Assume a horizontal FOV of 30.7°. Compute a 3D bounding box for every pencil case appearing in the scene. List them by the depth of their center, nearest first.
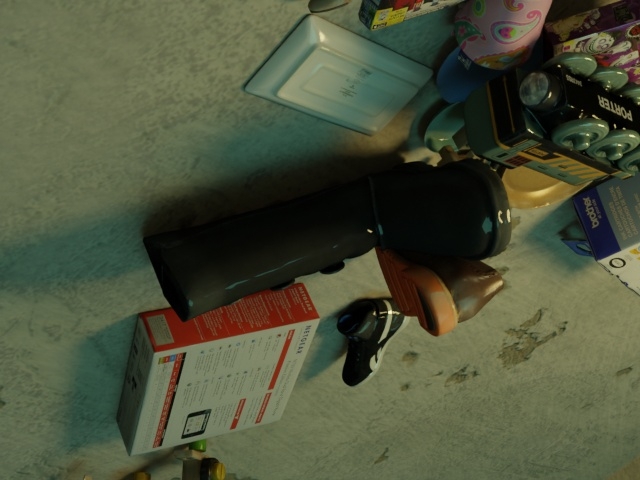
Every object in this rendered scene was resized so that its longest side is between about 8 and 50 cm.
[{"bbox_3d":[0.260,-0.352,1.508,0.124,0.124,0.284,-10,145,-25],"label":"pencil case"}]

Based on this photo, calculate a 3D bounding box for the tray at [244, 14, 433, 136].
[{"bbox_3d":[0.036,-0.215,1.619,0.270,0.030,0.145,14,129,-46],"label":"tray"}]

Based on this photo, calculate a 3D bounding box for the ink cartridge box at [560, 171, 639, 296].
[{"bbox_3d":[0.651,-0.038,2.158,0.395,0.151,0.270,-28,149,22],"label":"ink cartridge box"}]

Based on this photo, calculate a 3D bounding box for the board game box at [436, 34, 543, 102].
[{"bbox_3d":[0.244,-0.262,1.700,0.168,0.033,0.133,-10,147,-14],"label":"board game box"}]

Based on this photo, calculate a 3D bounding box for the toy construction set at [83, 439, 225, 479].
[{"bbox_3d":[-0.323,0.491,2.242,0.308,0.237,0.257,19,162,-41],"label":"toy construction set"}]

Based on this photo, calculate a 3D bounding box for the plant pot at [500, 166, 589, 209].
[{"bbox_3d":[0.404,-0.143,1.982,0.236,0.032,0.236,-19,147,-13],"label":"plant pot"}]

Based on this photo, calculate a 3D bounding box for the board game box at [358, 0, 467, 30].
[{"bbox_3d":[0.136,-0.368,1.411,0.194,0.060,0.194,-24,147,-38],"label":"board game box"}]

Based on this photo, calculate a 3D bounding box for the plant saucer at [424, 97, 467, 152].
[{"bbox_3d":[0.210,-0.183,1.795,0.119,0.021,0.119,-19,147,-13],"label":"plant saucer"}]

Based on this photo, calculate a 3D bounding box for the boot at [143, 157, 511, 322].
[{"bbox_3d":[-0.001,0.000,1.647,0.445,0.146,0.367,-14,-173,-18],"label":"boot"}]

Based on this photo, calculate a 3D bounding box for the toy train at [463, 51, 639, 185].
[{"bbox_3d":[0.355,-0.161,1.652,0.190,0.142,0.334,-21,158,39],"label":"toy train"}]

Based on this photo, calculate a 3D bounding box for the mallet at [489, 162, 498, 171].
[{"bbox_3d":[0.286,-0.109,1.916,0.039,0.062,0.190,-3,140,-40],"label":"mallet"}]

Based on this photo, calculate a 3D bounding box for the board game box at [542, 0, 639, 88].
[{"bbox_3d":[0.437,-0.235,1.734,0.208,0.056,0.347,-21,152,1],"label":"board game box"}]

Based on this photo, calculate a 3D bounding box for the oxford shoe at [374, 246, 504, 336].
[{"bbox_3d":[0.177,0.048,1.826,0.132,0.364,0.130,-23,111,-7],"label":"oxford shoe"}]

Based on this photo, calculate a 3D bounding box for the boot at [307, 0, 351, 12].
[{"bbox_3d":[0.028,-0.338,1.436,0.118,0.042,0.087,-28,141,-1],"label":"boot"}]

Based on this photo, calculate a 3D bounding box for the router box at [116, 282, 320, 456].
[{"bbox_3d":[-0.185,0.230,2.039,0.301,0.082,0.335,-10,144,-26],"label":"router box"}]

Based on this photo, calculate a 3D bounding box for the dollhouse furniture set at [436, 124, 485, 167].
[{"bbox_3d":[0.261,-0.099,1.812,0.144,0.123,0.151,-9,155,-43],"label":"dollhouse furniture set"}]

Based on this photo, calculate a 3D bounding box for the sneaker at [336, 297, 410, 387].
[{"bbox_3d":[0.066,0.185,2.170,0.121,0.079,0.217,7,126,-37],"label":"sneaker"}]
